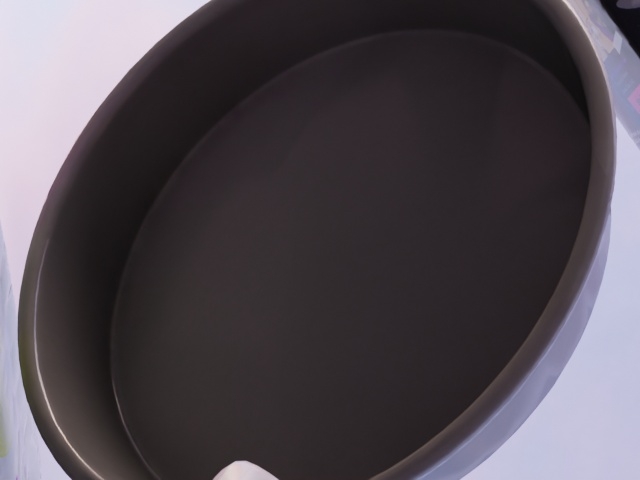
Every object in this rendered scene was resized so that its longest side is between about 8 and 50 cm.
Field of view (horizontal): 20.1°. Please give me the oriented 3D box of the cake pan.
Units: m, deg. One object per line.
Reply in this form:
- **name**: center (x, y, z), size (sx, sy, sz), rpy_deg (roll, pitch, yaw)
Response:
- **cake pan**: center (0.000, 0.000, 0.789), size (0.293, 0.054, 0.293), rpy_deg (-17, -126, 25)

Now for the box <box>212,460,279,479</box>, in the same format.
- **box**: center (-0.005, 0.169, 0.294), size (0.181, 0.182, 0.119), rpy_deg (-56, 176, 32)

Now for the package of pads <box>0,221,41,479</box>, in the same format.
- **package of pads**: center (-0.256, 0.042, 0.816), size (0.101, 0.229, 0.297), rpy_deg (-94, -177, -52)

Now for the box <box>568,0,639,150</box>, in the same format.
- **box**: center (0.232, -0.171, 1.129), size (0.270, 0.165, 0.143), rpy_deg (55, -5, -1)
